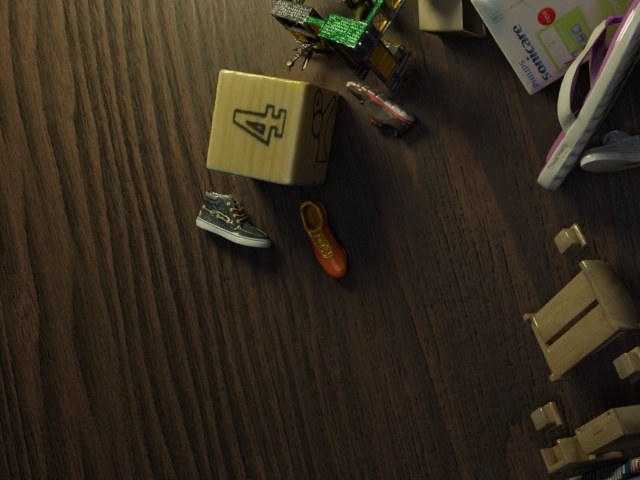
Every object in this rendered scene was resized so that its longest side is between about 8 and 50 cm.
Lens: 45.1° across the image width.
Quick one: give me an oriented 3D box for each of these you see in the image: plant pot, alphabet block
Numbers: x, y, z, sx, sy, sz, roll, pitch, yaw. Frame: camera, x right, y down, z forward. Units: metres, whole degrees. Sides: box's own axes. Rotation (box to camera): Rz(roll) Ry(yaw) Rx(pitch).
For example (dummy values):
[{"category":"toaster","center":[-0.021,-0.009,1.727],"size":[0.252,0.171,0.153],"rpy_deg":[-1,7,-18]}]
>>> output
[{"category":"plant pot","center":[0.242,-0.430,1.437],"size":[0.096,0.109,0.109],"rpy_deg":[-1,94,35]},{"category":"alphabet block","center":[-0.091,-0.220,1.534],"size":[0.194,0.192,0.197],"rpy_deg":[12,98,18]}]

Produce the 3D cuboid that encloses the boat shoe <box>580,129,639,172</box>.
[{"category":"boat shoe","center":[0.518,-0.159,1.325],"size":[0.184,0.066,0.063],"rpy_deg":[-9,77,-20]}]

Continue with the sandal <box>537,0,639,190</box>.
[{"category":"sandal","center":[0.440,-0.257,1.273],"size":[0.102,0.169,0.416],"rpy_deg":[31,130,16]}]

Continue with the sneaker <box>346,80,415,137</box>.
[{"category":"sneaker","center":[0.108,-0.258,1.524],"size":[0.158,0.061,0.064],"rpy_deg":[37,112,15]}]

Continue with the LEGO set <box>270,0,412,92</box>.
[{"category":"LEGO set","center":[0.078,-0.428,1.473],"size":[0.331,0.192,0.254],"rpy_deg":[20,82,37]}]

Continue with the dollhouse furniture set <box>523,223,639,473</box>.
[{"category":"dollhouse furniture set","center":[0.496,0.199,1.403],"size":[0.303,0.174,0.355],"rpy_deg":[121,141,-49]}]

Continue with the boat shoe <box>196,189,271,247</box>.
[{"category":"boat shoe","center":[-0.181,-0.046,1.647],"size":[0.183,0.065,0.083],"rpy_deg":[20,103,20]}]

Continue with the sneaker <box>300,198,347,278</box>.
[{"category":"sneaker","center":[0.000,0.000,1.581],"size":[0.064,0.067,0.175],"rpy_deg":[-28,86,19]}]

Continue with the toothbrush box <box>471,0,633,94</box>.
[{"category":"toothbrush box","center":[0.426,-0.421,1.315],"size":[0.283,0.122,0.206],"rpy_deg":[-30,111,22]}]

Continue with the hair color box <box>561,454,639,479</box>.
[{"category":"hair color box","center":[0.490,0.532,1.414],"size":[0.347,0.105,0.173],"rpy_deg":[-26,86,21]}]
